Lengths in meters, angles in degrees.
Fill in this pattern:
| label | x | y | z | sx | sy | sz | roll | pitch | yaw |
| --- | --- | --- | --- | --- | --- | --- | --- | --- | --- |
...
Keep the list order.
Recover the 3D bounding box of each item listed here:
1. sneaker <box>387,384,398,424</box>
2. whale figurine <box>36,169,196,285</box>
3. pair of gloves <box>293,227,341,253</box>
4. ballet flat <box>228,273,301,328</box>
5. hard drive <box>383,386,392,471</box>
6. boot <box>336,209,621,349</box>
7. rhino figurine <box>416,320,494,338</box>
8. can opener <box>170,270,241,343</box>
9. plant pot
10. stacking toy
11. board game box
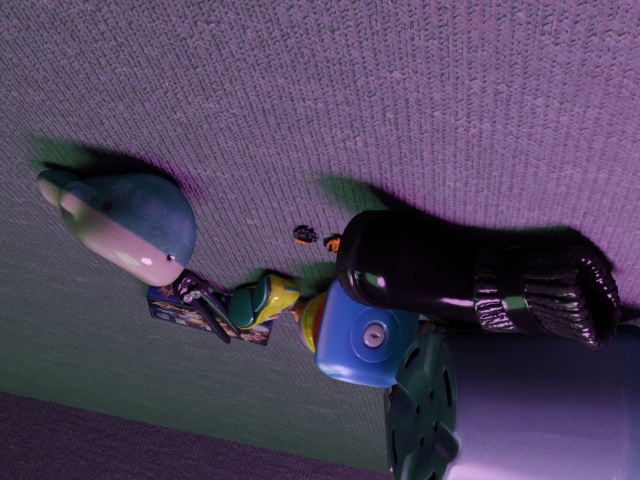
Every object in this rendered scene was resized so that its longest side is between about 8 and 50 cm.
| label | x | y | z | sx | sy | sz | roll | pitch | yaw |
| --- | --- | --- | --- | --- | --- | --- | --- | --- | --- |
| sneaker | 0.173 | 0.327 | 2.246 | 0.106 | 0.162 | 0.281 | 9 | 161 | 13 |
| whale figurine | -0.289 | -0.046 | 1.600 | 0.272 | 0.141 | 0.216 | 31 | 174 | 38 |
| pair of gloves | 0.000 | 0.000 | 1.665 | 0.083 | 0.010 | 0.074 | 18 | 163 | -3 |
| ballet flat | -0.096 | 0.111 | 1.968 | 0.077 | 0.077 | 0.231 | 3 | 164 | -21 |
| hard drive | 0.288 | 0.426 | 2.372 | 0.307 | 0.203 | 0.040 | 13 | 133 | -14 |
| boot | 0.214 | 0.049 | 1.456 | 0.260 | 0.131 | 0.348 | 5 | 171 | 43 |
| rhino figurine | 0.213 | 0.180 | 1.938 | 0.243 | 0.073 | 0.106 | -2 | 165 | 33 |
| can opener | -0.207 | 0.121 | 2.048 | 0.186 | 0.059 | 0.073 | 47 | -170 | -29 |
| plant pot | 0.297 | 0.274 | 1.643 | 0.334 | 0.341 | 0.341 | 9 | 164 | -17 |
| stacking toy | 0.022 | 0.141 | 1.892 | 0.175 | 0.166 | 0.302 | 12 | 178 | -26 |
| board game box | -0.213 | 0.142 | 2.173 | 0.243 | 0.042 | 0.165 | 14 | 162 | 0 |
